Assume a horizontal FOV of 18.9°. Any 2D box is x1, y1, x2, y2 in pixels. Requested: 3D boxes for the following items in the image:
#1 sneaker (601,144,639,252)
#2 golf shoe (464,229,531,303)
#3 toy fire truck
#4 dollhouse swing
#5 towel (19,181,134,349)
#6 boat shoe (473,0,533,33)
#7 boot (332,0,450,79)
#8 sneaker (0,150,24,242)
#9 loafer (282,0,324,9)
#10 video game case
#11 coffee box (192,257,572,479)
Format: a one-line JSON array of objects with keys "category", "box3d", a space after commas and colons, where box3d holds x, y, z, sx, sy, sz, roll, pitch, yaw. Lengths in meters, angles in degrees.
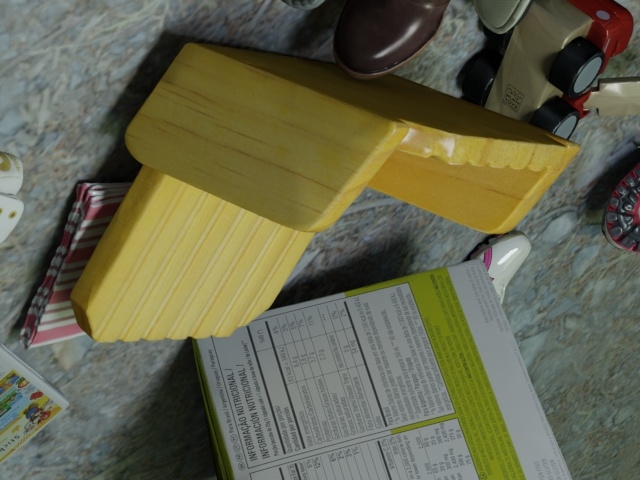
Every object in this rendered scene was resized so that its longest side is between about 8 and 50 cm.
[{"category": "sneaker", "box3d": [0.456, -0.109, 2.365, 0.299, 0.121, 0.112, -42, 180, -2]}, {"category": "golf shoe", "box3d": [0.193, 0.071, 2.298, 0.186, 0.086, 0.067, -48, 150, 9]}, {"category": "toy fire truck", "box3d": [0.285, -0.177, 2.030, 0.246, 0.158, 0.217, -33, 152, -40]}, {"category": "dollhouse swing", "box3d": [0.000, 0.000, 1.755, 0.347, 0.315, 0.305, 2, 109, -58]}, {"category": "towel", "box3d": [-0.199, 0.015, 1.810, 0.144, 0.029, 0.197, -13, 140, -46]}, {"category": "boat shoe", "box3d": [0.207, -0.296, 1.819, 0.079, 0.084, 0.233, -18, 140, -35]}, {"category": "boot", "box3d": [0.093, -0.270, 1.675, 0.248, 0.090, 0.207, -51, 169, -13]}, {"category": "sneaker", "box3d": [-0.303, -0.070, 1.498, 0.169, 0.108, 0.292, -17, 153, -40]}, {"category": "loafer", "box3d": [0.033, -0.307, 1.607, 0.251, 0.094, 0.087, -52, 176, 36]}, {"category": "video game case", "box3d": [-0.371, 0.191, 1.840, 0.227, 0.026, 0.206, -41, 151, -3]}, {"category": "coffee box", "box3d": [0.067, 0.277, 2.076, 0.334, 0.338, 0.337, -14, 146, -7]}]
